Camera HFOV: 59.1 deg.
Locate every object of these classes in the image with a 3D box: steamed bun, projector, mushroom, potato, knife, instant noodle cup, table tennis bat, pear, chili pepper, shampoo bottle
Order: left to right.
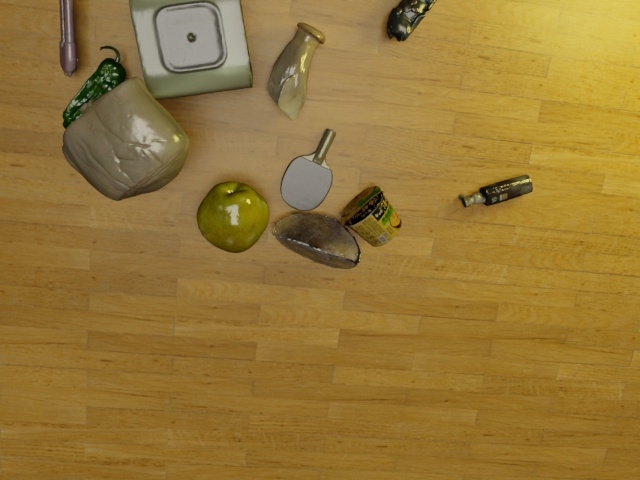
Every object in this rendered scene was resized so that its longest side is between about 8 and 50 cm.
[{"bbox_3d":[-0.628,-0.606,1.381,0.038,0.132,0.399,-8,114,-33],"label":"knife"},{"bbox_3d":[-0.587,-0.381,1.470,0.100,0.074,0.257,39,98,-14],"label":"chili pepper"},{"bbox_3d":[-0.473,-0.217,1.355,0.236,0.383,0.247,-38,103,-17],"label":"steamed bun"},{"bbox_3d":[-0.303,-0.486,1.382,0.248,0.249,0.249,-9,105,-4],"label":"projector"},{"bbox_3d":[-0.238,-0.066,1.537,0.198,0.198,0.199,-2,105,-6],"label":"pear"},{"bbox_3d":[-0.072,-0.452,1.498,0.108,0.096,0.247,23,99,15],"label":"mushroom"},{"bbox_3d":[-0.023,-0.201,1.605,0.138,0.022,0.247,23,102,-11],"label":"table tennis bat"},{"bbox_3d":[-0.002,0.000,1.640,0.260,0.100,0.121,20,63,3],"label":"potato"},{"bbox_3d":[0.149,-0.061,1.602,0.151,0.151,0.122,-40,115,5],"label":"instant noodle cup"},{"bbox_3d":[0.515,-0.142,1.660,0.207,0.063,0.057,-16,116,-4],"label":"shampoo bottle"}]

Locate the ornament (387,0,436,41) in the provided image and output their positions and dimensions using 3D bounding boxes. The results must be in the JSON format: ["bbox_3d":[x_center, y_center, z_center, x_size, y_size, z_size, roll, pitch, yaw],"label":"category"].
[{"bbox_3d":[0.180,-0.666,1.479,0.236,0.080,0.202,36,95,-16],"label":"ornament"}]
